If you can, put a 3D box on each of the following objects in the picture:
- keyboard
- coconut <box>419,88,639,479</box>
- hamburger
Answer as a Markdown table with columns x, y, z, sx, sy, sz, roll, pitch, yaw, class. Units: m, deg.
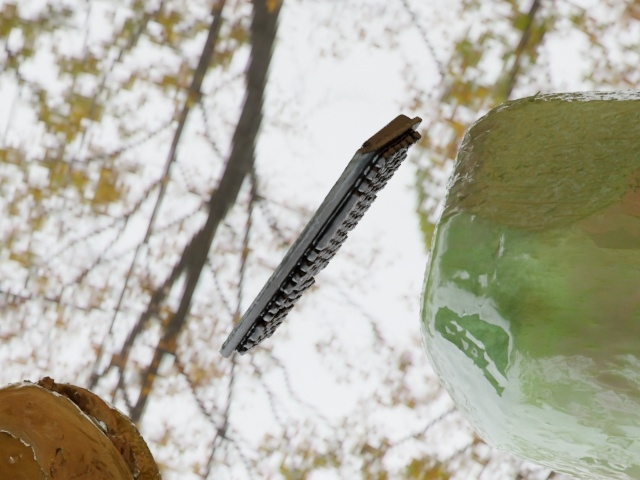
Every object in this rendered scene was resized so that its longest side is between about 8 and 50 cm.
| x | y | z | sx | sy | sz | roll | pitch | yaw | class |
| --- | --- | --- | --- | --- | --- | --- | --- | --- | --- |
| 0.000 | 0.000 | 1.165 | 0.025 | 0.230 | 0.094 | 41 | -145 | 8 | keyboard |
| 0.236 | 0.034 | 1.083 | 0.329 | 0.281 | 0.328 | 9 | -164 | -3 | coconut |
| -0.202 | 0.197 | 1.082 | 0.214 | 0.213 | 0.108 | 40 | -163 | 21 | hamburger |
